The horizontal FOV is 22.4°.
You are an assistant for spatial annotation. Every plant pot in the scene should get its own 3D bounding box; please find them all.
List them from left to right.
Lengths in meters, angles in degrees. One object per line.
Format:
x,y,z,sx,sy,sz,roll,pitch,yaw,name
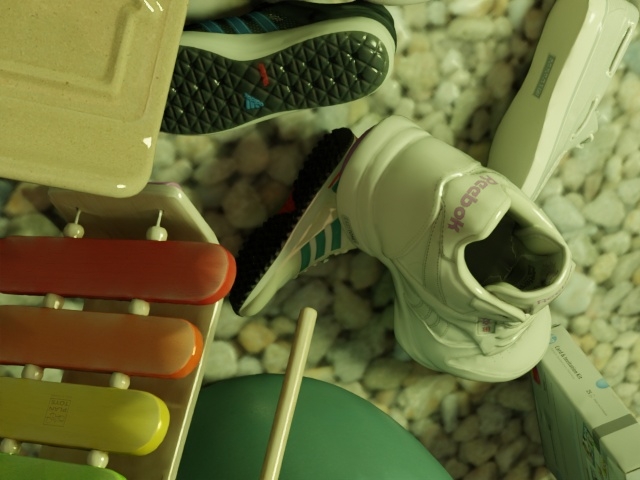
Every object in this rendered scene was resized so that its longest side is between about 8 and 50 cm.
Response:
-0.027,0.236,1.196,0.293,0.235,0.293,-10,122,-16,plant pot

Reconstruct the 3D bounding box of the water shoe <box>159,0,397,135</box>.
-0.048,-0.119,1.086,0.203,0.080,0.073,-3,119,10,water shoe

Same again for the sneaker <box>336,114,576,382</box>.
0.118,0.036,1.160,0.114,0.152,0.305,-55,144,-11,sneaker

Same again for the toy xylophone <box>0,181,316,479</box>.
-0.130,0.113,1.047,0.236,0.323,0.081,-6,155,28,toy xylophone

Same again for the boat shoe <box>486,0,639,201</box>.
0.179,-0.098,1.191,0.063,0.066,0.184,13,104,-25,boat shoe

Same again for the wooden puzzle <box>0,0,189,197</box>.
-0.220,-0.221,0.924,0.322,0.080,0.348,10,94,-25,wooden puzzle

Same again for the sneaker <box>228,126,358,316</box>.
0.000,0.000,1.177,0.075,0.057,0.161,29,103,-26,sneaker

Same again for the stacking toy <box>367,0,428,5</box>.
0.170,-0.311,0.951,0.350,0.351,0.480,27,122,-31,stacking toy

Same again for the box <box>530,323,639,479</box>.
0.222,0.176,1.284,0.038,0.186,0.145,-20,123,-9,box
